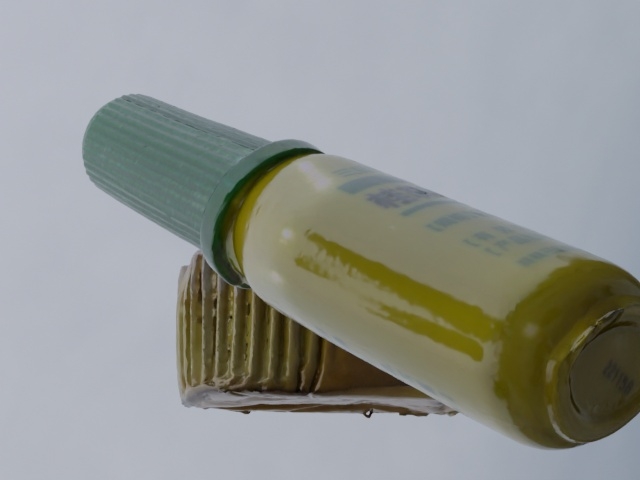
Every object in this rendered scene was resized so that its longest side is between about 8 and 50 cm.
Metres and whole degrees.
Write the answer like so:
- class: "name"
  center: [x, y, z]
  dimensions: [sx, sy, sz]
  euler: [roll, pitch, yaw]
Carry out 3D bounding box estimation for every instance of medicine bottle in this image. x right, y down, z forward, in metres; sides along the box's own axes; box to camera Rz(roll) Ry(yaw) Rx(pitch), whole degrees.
- class: "medicine bottle"
  center: [0.000, 0.000, 0.538]
  dimensions: [0.111, 0.309, 0.076]
  euler: [19, -86, -50]

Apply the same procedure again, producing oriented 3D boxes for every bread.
- class: "bread"
  center: [0.021, 0.067, 1.056]
  dimensions: [0.204, 0.288, 0.156]
  euler: [131, 141, -75]
